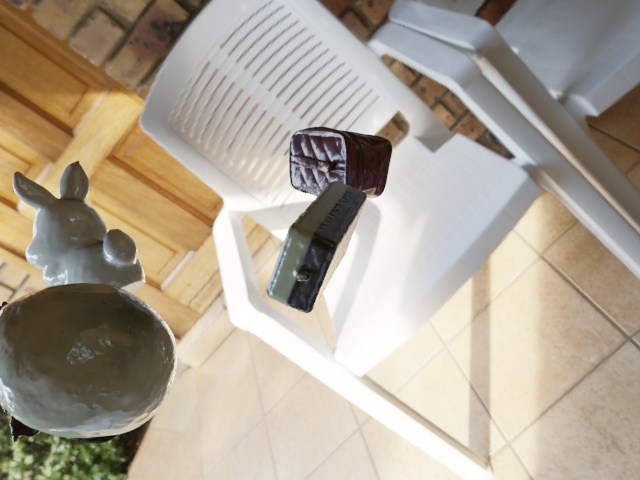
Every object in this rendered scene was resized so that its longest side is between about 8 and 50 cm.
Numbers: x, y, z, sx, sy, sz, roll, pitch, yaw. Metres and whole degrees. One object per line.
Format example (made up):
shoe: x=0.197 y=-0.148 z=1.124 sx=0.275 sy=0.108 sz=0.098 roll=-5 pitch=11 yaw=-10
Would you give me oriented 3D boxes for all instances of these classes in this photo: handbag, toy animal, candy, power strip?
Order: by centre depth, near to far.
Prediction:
power strip: x=0.000 y=0.000 z=0.807 sx=0.257 sy=0.070 sz=0.105 roll=-57 pitch=-13 yaw=-67
candy: x=-0.350 y=0.166 z=0.913 sx=0.185 sy=0.295 sz=0.296 roll=-50 pitch=29 yaw=18
handbag: x=0.034 y=-0.164 z=1.262 sx=0.225 sy=0.135 sz=0.147 roll=21 pitch=111 yaw=50
toy animal: x=-0.563 y=-0.013 z=1.393 sx=0.241 sy=0.368 sz=0.196 roll=-47 pitch=-16 yaw=31

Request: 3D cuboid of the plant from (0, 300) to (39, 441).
plant: x=-0.493 y=0.213 z=1.080 sx=0.204 sy=0.178 sz=0.234 roll=160 pitch=99 yaw=-72
